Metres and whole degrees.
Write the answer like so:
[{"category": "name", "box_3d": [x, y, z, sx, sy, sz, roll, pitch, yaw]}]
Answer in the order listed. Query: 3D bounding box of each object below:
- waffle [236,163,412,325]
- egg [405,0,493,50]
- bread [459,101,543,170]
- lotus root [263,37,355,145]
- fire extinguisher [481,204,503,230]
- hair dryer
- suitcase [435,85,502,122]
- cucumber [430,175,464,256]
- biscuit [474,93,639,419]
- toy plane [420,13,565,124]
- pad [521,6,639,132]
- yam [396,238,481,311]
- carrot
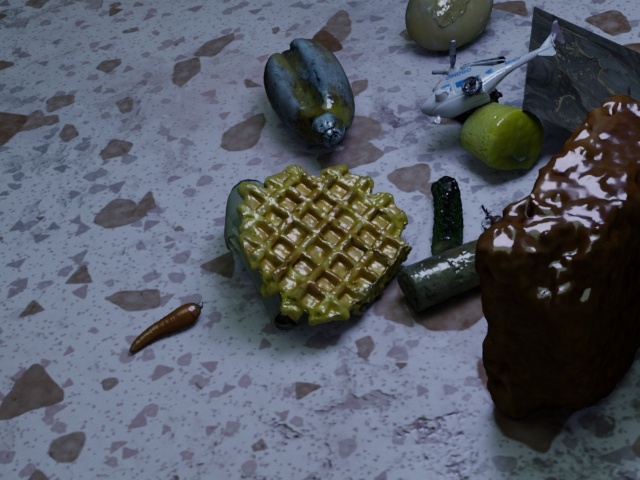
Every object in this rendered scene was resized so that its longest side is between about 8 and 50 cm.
[{"category": "waffle", "box_3d": [0.013, -0.001, 1.808, 0.312, 0.060, 0.307, -10, 59, -25]}, {"category": "egg", "box_3d": [0.269, -0.481, 2.318, 0.201, 0.164, 0.164, -35, 44, -15]}, {"category": "bread", "box_3d": [0.324, -0.188, 1.985, 0.129, 0.111, 0.114, 6, 15, -38]}, {"category": "lotus root", "box_3d": [-0.009, -0.267, 2.153, 0.158, 0.140, 0.322, -30, 46, 5]}, {"category": "fire extinguisher", "box_3d": [0.298, -0.016, 1.871, 0.046, 0.032, 0.100, -53, 46, 4]}, {"category": "hair dryer", "box_3d": [-0.022, 0.025, 1.855, 0.298, 0.119, 0.296, 6, 47, 1]}, {"category": "suitcase", "box_3d": [0.283, -0.270, 2.148, 0.086, 0.059, 0.126, -30, 41, -22]}, {"category": "cucumber", "box_3d": [0.215, -0.037, 1.892, 0.058, 0.058, 0.187, -4, 38, 9]}, {"category": "biscuit", "box_3d": [0.379, 0.033, 1.550, 0.166, 0.342, 0.395, 23, 53, 31]}, {"category": "toy plane", "box_3d": [0.308, -0.288, 1.992, 0.273, 0.182, 0.107, -12, 58, 4]}, {"category": "pad", "box_3d": [0.498, -0.296, 2.075, 0.247, 0.007, 0.367, 22, 43, -5]}, {"category": "yam", "box_3d": [0.213, 0.048, 1.772, 0.179, 0.078, 0.078, -23, 41, -14]}, {"category": "carrot", "box_3d": [-0.249, 0.139, 1.809, 0.142, 0.035, 0.035, -31, 43, -11]}]
